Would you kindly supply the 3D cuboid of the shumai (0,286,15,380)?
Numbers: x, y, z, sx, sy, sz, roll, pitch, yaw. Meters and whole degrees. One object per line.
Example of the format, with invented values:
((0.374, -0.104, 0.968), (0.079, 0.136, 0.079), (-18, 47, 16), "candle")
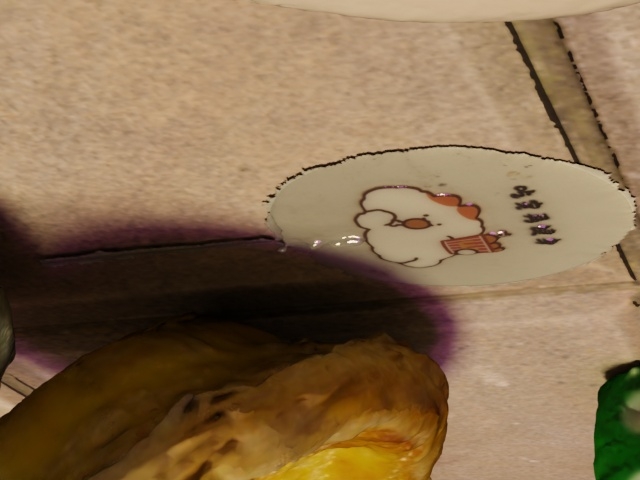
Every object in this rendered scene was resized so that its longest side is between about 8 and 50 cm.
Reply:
((-0.356, 0.131, 0.859), (0.398, 0.323, 0.324), (13, 155, -26), "shumai")

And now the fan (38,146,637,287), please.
((0.000, 0.001, 0.914), (0.329, 0.009, 0.191), (-5, 158, 17), "fan")

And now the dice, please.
((0.240, 0.152, 1.122), (0.120, 0.128, 0.131), (-5, 159, 19), "dice")

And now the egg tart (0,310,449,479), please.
((-0.101, 0.170, 1.033), (0.388, 0.169, 0.388), (-36, 159, -16), "egg tart")

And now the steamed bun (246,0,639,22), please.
((0.019, -0.133, 0.391), (0.228, 0.130, 0.177), (8, 159, -36), "steamed bun")
